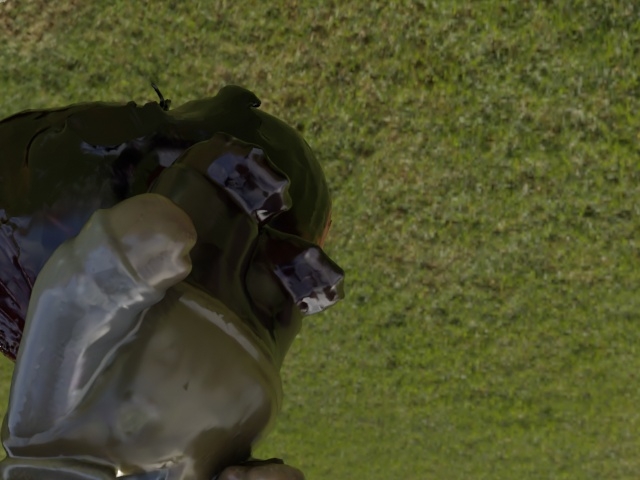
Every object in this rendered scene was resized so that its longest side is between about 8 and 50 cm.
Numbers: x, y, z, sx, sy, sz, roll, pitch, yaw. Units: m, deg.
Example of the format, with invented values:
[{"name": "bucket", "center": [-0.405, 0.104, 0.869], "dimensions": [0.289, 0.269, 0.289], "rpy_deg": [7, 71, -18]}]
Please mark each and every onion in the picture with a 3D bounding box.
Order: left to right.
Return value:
[{"name": "onion", "center": [-0.119, -0.003, 0.605], "dimensions": [0.281, 0.281, 0.221], "rpy_deg": [7, 126, 4]}]

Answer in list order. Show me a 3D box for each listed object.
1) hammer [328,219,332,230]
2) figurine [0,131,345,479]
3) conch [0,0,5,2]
[{"name": "hammer", "center": [0.000, 0.000, 0.766], "dimensions": [0.014, 0.123, 0.029], "rpy_deg": [30, 108, -2]}, {"name": "figurine", "center": [-0.093, 0.132, 0.310], "dimensions": [0.206, 0.365, 0.218], "rpy_deg": [27, 153, 34]}, {"name": "conch", "center": [-0.365, -0.283, 0.797], "dimensions": [0.207, 0.130, 0.155], "rpy_deg": [17, 163, 23]}]
